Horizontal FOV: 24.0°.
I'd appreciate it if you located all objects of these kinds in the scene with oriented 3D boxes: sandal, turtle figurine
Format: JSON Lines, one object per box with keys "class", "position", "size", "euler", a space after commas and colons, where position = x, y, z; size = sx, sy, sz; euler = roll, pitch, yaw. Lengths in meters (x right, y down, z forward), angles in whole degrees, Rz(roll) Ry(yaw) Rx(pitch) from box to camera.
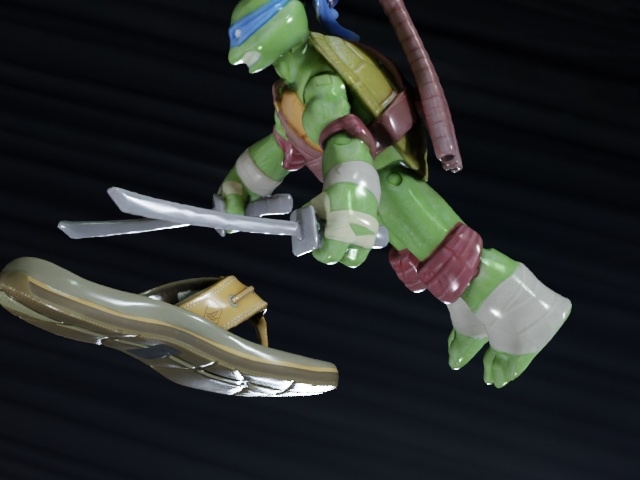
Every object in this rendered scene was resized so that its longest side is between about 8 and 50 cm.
{"class": "sandal", "position": [-0.060, 0.034, 0.673], "size": [0.072, 0.180, 0.049], "euler": [-10, -118, 51]}
{"class": "turtle figurine", "position": [0.000, 0.000, 0.918], "size": [0.198, 0.266, 0.275], "euler": [-34, -163, 52]}
